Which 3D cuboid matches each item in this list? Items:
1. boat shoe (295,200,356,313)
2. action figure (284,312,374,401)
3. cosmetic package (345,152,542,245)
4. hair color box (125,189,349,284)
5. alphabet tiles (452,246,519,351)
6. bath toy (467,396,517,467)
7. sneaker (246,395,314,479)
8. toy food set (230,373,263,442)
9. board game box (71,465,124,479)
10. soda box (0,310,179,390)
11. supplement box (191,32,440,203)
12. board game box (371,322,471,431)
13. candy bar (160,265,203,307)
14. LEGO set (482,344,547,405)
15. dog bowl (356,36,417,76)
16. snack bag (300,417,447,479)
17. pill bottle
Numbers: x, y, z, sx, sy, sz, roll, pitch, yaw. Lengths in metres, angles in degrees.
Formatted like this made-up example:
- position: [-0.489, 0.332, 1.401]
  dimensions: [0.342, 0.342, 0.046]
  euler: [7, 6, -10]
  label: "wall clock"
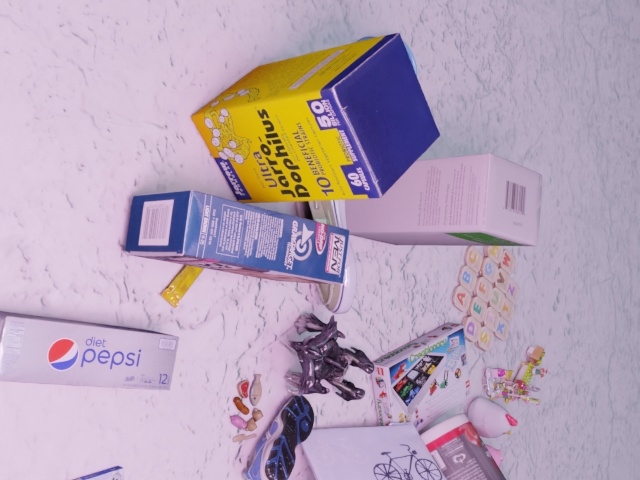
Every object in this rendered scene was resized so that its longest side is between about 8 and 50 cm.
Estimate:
- position: [0.000, 0.000, 1.480]
  dimensions: [0.094, 0.109, 0.302]
  euler: [-6, 86, -29]
  label: "boat shoe"
- position: [-0.002, 0.234, 1.444]
  dimensions: [0.276, 0.141, 0.164]
  euler: [42, 64, -54]
  label: "action figure"
- position: [0.240, -0.075, 1.513]
  dimensions: [0.197, 0.366, 0.155]
  euler: [11, 81, -41]
  label: "cosmetic package"
- position: [-0.132, 0.003, 1.257]
  dimensions: [0.347, 0.174, 0.105]
  euler: [13, 81, -43]
  label: "hair color box"
- position: [0.448, 0.144, 1.962]
  dimensions: [0.278, 0.021, 0.284]
  euler: [35, 67, -39]
  label: "alphabet tiles"
- position: [0.385, 0.549, 1.833]
  dimensions: [0.348, 0.129, 0.151]
  euler: [-52, 124, -31]
  label: "bath toy"
- position: [-0.079, 0.377, 1.417]
  dimensions: [0.080, 0.081, 0.211]
  euler: [53, 37, -13]
  label: "sneaker"
- position: [-0.137, 0.316, 1.391]
  dimensions: [0.078, 0.019, 0.122]
  euler: [0, 91, -44]
  label: "toy food set"
- position: [-0.356, 0.416, 1.179]
  dimensions: [0.090, 0.020, 0.089]
  euler: [-4, 94, -45]
  label: "board game box"
- position: [-0.362, 0.168, 1.114]
  dimensions: [0.286, 0.098, 0.091]
  euler: [15, 81, -43]
  label: "soda box"
- position: [-0.014, -0.197, 1.267]
  dimensions: [0.195, 0.357, 0.194]
  euler: [-45, 120, -34]
  label: "supplement box"
- position: [0.244, 0.331, 1.741]
  dimensions: [0.305, 0.053, 0.192]
  euler: [-17, 104, -43]
  label: "board game box"
- position: [-0.223, 0.046, 1.304]
  dimensions: [0.040, 0.018, 0.161]
  euler: [52, 56, -32]
  label: "candy bar"
- position: [0.565, 0.383, 2.020]
  dimensions: [0.287, 0.107, 0.132]
  euler: [-11, 98, -44]
  label: "LEGO set"
- position: [0.138, -0.304, 1.613]
  dimensions: [0.166, 0.074, 0.297]
  euler: [8, 84, -44]
  label: "dog bowl"
- position: [0.128, 0.495, 1.452]
  dimensions: [0.323, 0.342, 0.037]
  euler: [6, 124, -32]
  label: "snack bag"
- position: [0.332, 0.564, 1.647]
  dimensions: [0.176, 0.176, 0.318]
  euler: [-9, 61, -44]
  label: "pill bottle"
